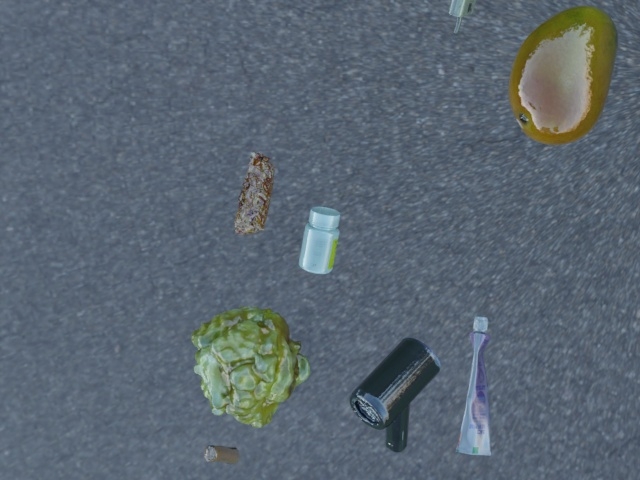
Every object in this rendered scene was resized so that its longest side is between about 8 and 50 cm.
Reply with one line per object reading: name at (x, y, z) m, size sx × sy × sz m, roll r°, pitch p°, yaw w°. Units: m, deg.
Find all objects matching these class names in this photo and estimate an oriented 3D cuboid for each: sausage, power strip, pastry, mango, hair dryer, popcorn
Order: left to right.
sausage at (-0.138, 0.299, 1.088) m, size 0.026 × 0.116 × 0.026 m, roll -2°, pitch 73°, yaw 8°
popcorn at (-0.189, 0.309, 1.966) m, size 0.279 × 0.274 × 0.335 m, roll 42°, pitch 160°, yaw 14°
pastry at (-0.121, -0.089, 1.504) m, size 0.063 × 0.087 × 0.169 m, roll 12°, pitch 80°, yaw 1°
hair dryer at (0.039, 0.092, 0.421) m, size 0.026 × 0.047 × 0.083 m, roll 35°, pitch 148°, yaw 28°
power strip at (0.319, -0.570, 1.652) m, size 0.034 × 0.092 × 0.267 m, roll 23°, pitch 119°, yaw 20°
mango at (0.426, -0.296, 1.382) m, size 0.176 × 0.139 × 0.254 m, roll 15°, pitch 87°, yaw -16°

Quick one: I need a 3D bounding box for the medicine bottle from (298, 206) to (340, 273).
medicine bottle at (0.000, 0.000, 1.046) m, size 0.047 × 0.047 × 0.083 m, roll 19°, pitch 108°, yaw 22°

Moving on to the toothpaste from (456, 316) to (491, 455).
toothpaste at (0.345, 0.318, 1.715) m, size 0.048 × 0.075 × 0.300 m, roll -3°, pitch 80°, yaw 52°
